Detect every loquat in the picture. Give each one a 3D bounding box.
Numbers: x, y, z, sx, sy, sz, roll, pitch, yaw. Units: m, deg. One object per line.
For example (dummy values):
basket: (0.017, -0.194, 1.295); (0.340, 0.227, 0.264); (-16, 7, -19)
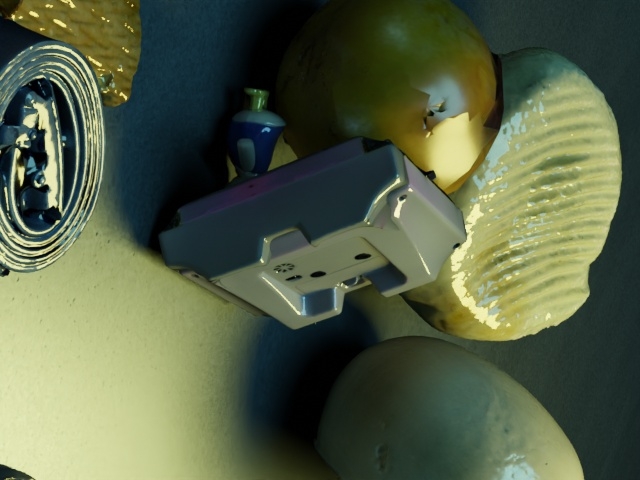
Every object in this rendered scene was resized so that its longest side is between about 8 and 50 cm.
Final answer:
loquat: (0.069, -0.145, 1.378); (0.235, 0.235, 0.235); (-27, 122, -55)

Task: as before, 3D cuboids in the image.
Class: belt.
belt: (-0.230, -0.066, 1.008); (0.141, 0.082, 0.190); (-36, 140, -42)

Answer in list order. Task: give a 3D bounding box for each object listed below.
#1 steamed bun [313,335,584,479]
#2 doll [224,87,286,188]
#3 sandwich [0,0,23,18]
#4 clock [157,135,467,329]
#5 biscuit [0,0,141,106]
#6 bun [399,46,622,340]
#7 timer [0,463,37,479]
steamed bun: (0.156, 0.239, 1.558); (0.206, 0.324, 0.324); (-48, 147, -1)
doll: (-0.066, -0.076, 1.334); (0.099, 0.058, 0.143); (-39, 136, -78)
sandwich: (-0.220, -0.253, 0.902); (0.185, 0.160, 0.109); (-50, 159, -31)
clock: (0.000, 0.000, 1.281); (0.186, 0.253, 0.083); (35, 39, -58)
biscuit: (-0.208, -0.200, 1.063); (0.224, 0.033, 0.144); (28, 73, -59)
bun: (0.200, -0.063, 1.649); (0.365, 0.219, 0.365); (-21, 122, -39)
timer: (-0.275, 0.288, 1.066); (0.191, 0.069, 0.208); (-30, 125, -51)
